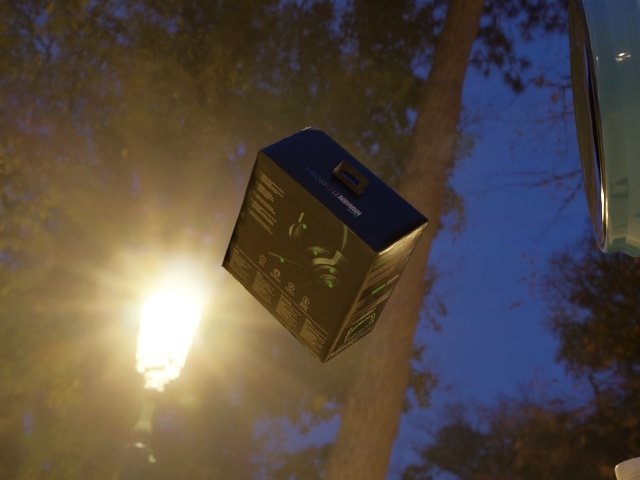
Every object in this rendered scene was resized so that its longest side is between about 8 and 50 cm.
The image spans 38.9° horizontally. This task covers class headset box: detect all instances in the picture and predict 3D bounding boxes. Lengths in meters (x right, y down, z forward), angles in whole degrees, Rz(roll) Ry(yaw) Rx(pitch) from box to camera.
[{"bbox_3d":[0.000,0.000,1.394,0.246,0.131,0.283,41,-44,20],"label":"headset box"}]

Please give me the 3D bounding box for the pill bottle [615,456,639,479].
[{"bbox_3d":[0.566,0.471,1.541,0.112,0.187,0.112,-4,-34,-3],"label":"pill bottle"}]

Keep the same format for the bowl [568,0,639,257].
[{"bbox_3d":[0.383,-0.167,1.188,0.077,0.391,0.391,-7,-37,12],"label":"bowl"}]
